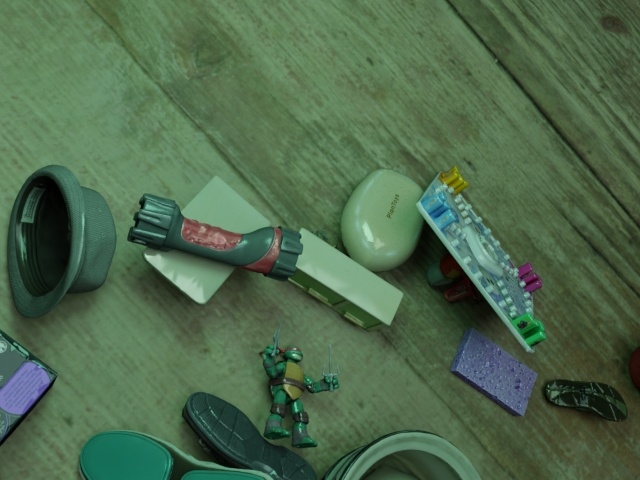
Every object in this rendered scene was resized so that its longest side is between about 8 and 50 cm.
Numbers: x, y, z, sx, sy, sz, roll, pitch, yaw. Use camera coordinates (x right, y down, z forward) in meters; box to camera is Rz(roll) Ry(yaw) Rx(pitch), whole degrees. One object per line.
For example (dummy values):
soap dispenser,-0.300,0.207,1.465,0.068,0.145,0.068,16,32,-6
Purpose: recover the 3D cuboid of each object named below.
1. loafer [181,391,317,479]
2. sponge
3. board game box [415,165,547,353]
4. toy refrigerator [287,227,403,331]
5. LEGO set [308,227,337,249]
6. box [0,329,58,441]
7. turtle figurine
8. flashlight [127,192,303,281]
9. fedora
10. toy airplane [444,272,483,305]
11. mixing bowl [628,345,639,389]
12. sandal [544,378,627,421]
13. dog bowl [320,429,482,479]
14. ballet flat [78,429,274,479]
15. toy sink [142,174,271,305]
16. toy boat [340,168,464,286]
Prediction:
loafer,-0.149,0.411,1.245,0.302,0.095,0.109,37,26,-7
sponge,0.414,0.314,1.553,0.210,0.031,0.117,35,64,-11
board game box,0.381,0.018,1.484,0.390,0.050,0.390,52,23,-2
toy refrigerator,0.034,0.093,1.413,0.269,0.102,0.094,33,65,-12
LEGO set,0.000,0.003,1.473,0.054,0.023,0.083,-45,108,-25
box,-0.528,0.241,1.027,0.143,0.270,0.165,41,63,-8
turtle figurine,-0.052,0.287,1.309,0.175,0.118,0.234,17,56,-20
flashlight,-0.186,-0.010,1.198,0.304,0.103,0.103,19,65,-21
fedora,-0.458,0.004,1.185,0.124,0.244,0.275,9,59,-51
toy airplane,0.351,0.089,1.593,0.151,0.028,0.151,3,78,-14
mixing bowl,0.883,0.339,1.712,0.181,0.098,0.181,6,73,-21
sandal,0.656,0.399,1.624,0.219,0.060,0.090,9,65,-6
dog bowl,0.144,0.580,1.267,0.408,0.150,0.408,11,69,-29
ballet flat,-0.238,0.432,1.124,0.400,0.139,0.139,5,66,23
toy sink,-0.238,0.015,1.301,0.153,0.131,0.234,41,58,-8
toy boat,0.191,-0.001,1.501,0.318,0.148,0.267,33,59,-4
